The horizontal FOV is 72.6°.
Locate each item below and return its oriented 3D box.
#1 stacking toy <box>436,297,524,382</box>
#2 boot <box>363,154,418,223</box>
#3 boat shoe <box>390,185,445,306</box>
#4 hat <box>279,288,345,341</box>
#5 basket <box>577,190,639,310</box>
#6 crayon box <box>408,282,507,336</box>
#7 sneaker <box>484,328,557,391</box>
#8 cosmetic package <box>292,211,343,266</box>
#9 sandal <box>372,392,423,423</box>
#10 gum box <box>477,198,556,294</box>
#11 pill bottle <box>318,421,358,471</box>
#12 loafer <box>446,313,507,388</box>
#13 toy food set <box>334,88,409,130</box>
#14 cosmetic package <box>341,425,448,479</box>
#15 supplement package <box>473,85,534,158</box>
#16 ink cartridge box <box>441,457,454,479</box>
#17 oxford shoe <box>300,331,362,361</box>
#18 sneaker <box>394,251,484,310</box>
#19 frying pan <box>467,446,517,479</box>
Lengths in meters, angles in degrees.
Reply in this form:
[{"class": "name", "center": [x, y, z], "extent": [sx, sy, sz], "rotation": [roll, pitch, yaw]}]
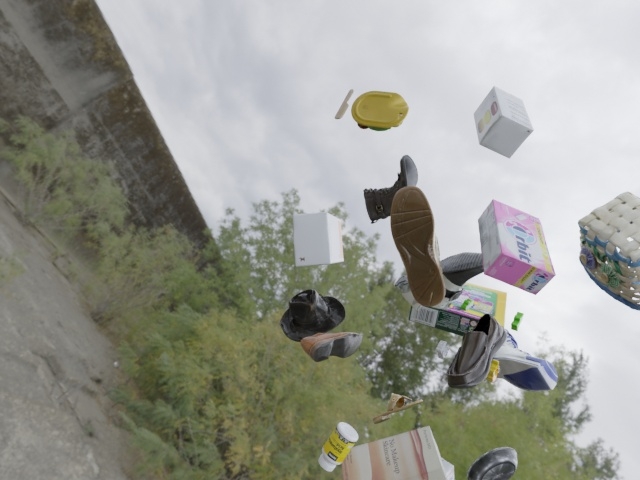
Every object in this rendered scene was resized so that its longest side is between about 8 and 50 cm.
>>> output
[{"class": "stacking toy", "center": [0.450, 0.272, 1.230], "extent": [0.167, 0.221, 0.052], "rotation": [16, -33, 40]}, {"class": "boot", "center": [0.262, -0.193, 1.701], "extent": [0.229, 0.091, 0.263], "rotation": [3, -77, 41]}, {"class": "boat shoe", "center": [0.275, 0.017, 1.240], "extent": [0.110, 0.121, 0.341], "rotation": [20, 61, -74]}, {"class": "hat", "center": [-0.051, 0.302, 1.967], "extent": [0.331, 0.331, 0.134], "rotation": [20, -48, 54]}, {"class": "basket", "center": [0.727, 0.052, 0.992], "extent": [0.289, 0.201, 0.255], "rotation": [45, 16, -24]}, {"class": "crayon box", "center": [0.595, 0.281, 1.869], "extent": [0.362, 0.313, 0.106], "rotation": [15, -66, 20]}, {"class": "sneaker", "center": [0.607, 0.366, 1.413], "extent": [0.315, 0.182, 0.127], "rotation": [-11, -66, 56]}, {"class": "cosmetic package", "center": [0.000, 0.000, 2.066], "extent": [0.453, 0.161, 0.230], "rotation": [4, 82, -80]}, {"class": "sandal", "center": [0.299, 0.670, 1.784], "extent": [0.088, 0.240, 0.079], "rotation": [17, 42, -48]}, {"class": "gum box", "center": [0.379, 0.005, 0.858], "extent": [0.107, 0.188, 0.062], "rotation": [22, -49, -3]}, {"class": "pill bottle", "center": [0.044, 0.548, 1.153], "extent": [0.065, 0.116, 0.065], "rotation": [31, 7, -4]}, {"class": "loafer", "center": [0.335, 0.240, 0.966], "extent": [0.080, 0.220, 0.078], "rotation": [-19, -77, 48]}, {"class": "toy food set", "center": [0.169, -0.394, 1.358], "extent": [0.217, 0.128, 0.071], "rotation": [15, -16, 21]}, {"class": "cosmetic package", "center": [0.224, 0.701, 1.329], "extent": [0.153, 0.296, 0.129], "rotation": [-99, 168, -60]}, {"class": "supplement package", "center": [0.678, -0.446, 1.631], "extent": [0.133, 0.244, 0.139], "rotation": [22, -47, -8]}, {"class": "ink cartridge box", "center": [0.412, 0.858, 1.520], "extent": [0.063, 0.109, 0.151], "rotation": [14, -64, 50]}, {"class": "oxford shoe", "center": [0.034, 0.273, 1.179], "extent": [0.212, 0.076, 0.076], "rotation": [10, 12, -46]}, {"class": "sneaker", "center": [0.406, 0.141, 1.388], "extent": [0.330, 0.122, 0.146], "rotation": [-28, -83, 46]}, {"class": "frying pan", "center": [0.600, 0.861, 1.556], "extent": [0.053, 0.197, 0.326], "rotation": [-120, -146, -59]}]
